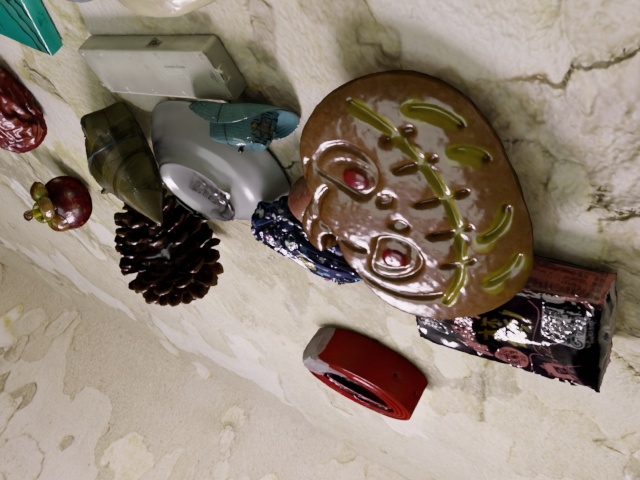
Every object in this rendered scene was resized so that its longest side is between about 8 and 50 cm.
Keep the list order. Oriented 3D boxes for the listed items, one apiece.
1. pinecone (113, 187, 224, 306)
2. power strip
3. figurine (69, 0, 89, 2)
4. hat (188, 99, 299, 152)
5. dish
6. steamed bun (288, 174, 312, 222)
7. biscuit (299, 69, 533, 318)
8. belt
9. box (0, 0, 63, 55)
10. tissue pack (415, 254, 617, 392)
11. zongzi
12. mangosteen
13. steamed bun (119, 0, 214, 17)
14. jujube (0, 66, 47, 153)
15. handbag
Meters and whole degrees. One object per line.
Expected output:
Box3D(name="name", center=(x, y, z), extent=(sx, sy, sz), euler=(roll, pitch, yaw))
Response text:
Box3D(name="pinecone", center=(-0.362, 0.012, 1.703), extent=(0.246, 0.246, 0.292), euler=(12, 139, 39))
Box3D(name="power strip", center=(-0.278, -0.293, 1.241), extent=(0.367, 0.043, 0.106), euler=(12, 149, 38))
Box3D(name="figurine", center=(-0.360, -0.393, 1.091), extent=(0.086, 0.094, 0.082), euler=(13, 138, 49))
Box3D(name="hat", center=(-0.128, -0.179, 1.188), extent=(0.191, 0.077, 0.138), euler=(11, 179, 38))
Box3D(name="dish", center=(-0.214, -0.123, 1.410), extent=(0.316, 0.106, 0.316), euler=(27, 155, 13))
Box3D(name="steamed bun", center=(0.049, -0.069, 1.203), extent=(0.175, 0.106, 0.145), euler=(26, 153, -18))
Box3D(name="biscuit", center=(0.114, -0.041, 1.040), extent=(0.350, 0.070, 0.394), euler=(-18, 116, 37))
Box3D(name="belt", center=(0.108, 0.333, 1.889), extent=(0.324, 0.115, 0.227), euler=(26, 154, 9))
Box3D(name="box", center=(-0.594, -0.438, 1.350), extent=(0.226, 0.042, 0.161), euler=(24, 156, 18))
Box3D(name="tissue pack", center=(0.304, 0.103, 1.197), extent=(0.332, 0.123, 0.245), euler=(14, 144, 30))
Box3D(name="zongzi", center=(-0.385, -0.111, 1.520), extent=(0.274, 0.125, 0.251), euler=(59, 163, 11))
Box3D(name="mangosteen", center=(-0.710, -0.089, 1.992), extent=(0.156, 0.181, 0.146), euler=(48, 158, 12))
Box3D(name="steamed bun", center=(-0.195, -0.359, 0.869), extent=(0.250, 0.154, 0.200), euler=(13, 149, 44))
Box3D(name="jujube", center=(-0.726, -0.295, 1.671), extent=(0.155, 0.155, 0.230), euler=(18, 162, 30))
Box3D(name="handbag", center=(0.000, 0.000, 1.341), extent=(0.260, 0.113, 0.162), euler=(29, 159, -25))
